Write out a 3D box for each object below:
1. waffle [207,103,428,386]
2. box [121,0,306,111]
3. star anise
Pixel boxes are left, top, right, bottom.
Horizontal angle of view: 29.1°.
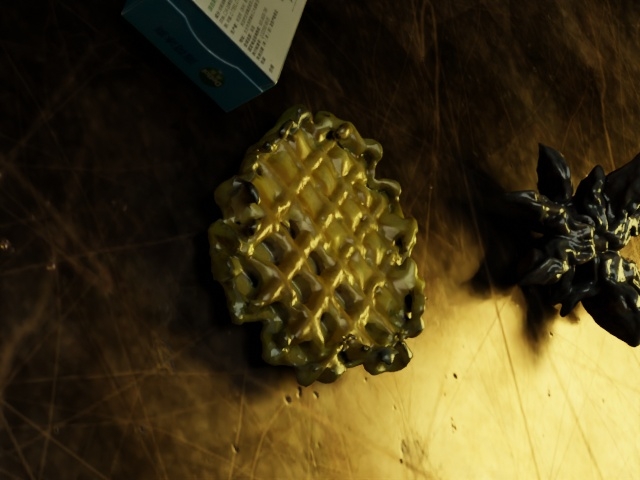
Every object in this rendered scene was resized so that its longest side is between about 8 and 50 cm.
[{"bbox_3d":[0.003,-0.001,1.126,0.262,0.060,0.280,14,61,-45],"label":"waffle"},{"bbox_3d":[-0.086,-0.237,1.137,0.139,0.073,0.194,42,44,-27],"label":"box"},{"bbox_3d":[0.314,0.000,1.451,0.283,0.129,0.212,33,65,-29],"label":"star anise"}]
